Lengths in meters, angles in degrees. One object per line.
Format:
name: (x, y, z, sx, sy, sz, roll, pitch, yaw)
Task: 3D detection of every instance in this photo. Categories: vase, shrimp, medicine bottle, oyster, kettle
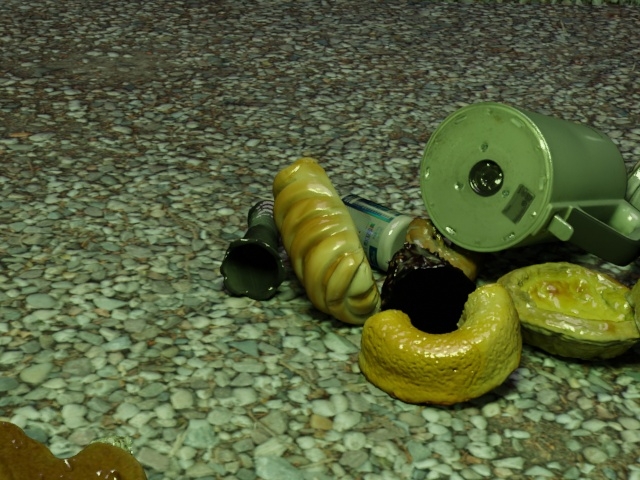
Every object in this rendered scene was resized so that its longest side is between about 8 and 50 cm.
vase: (-0.104, 0.006, 2.028, 0.116, 0.115, 0.237, 6, 22, 3)
shrimp: (0.229, 0.008, 2.059, 0.152, 0.063, 0.287, 45, 30, 5)
medicine bottle: (0.074, -0.021, 2.092, 0.192, 0.107, 0.107, 23, 32, 34)
oyster: (-0.291, 0.280, 1.500, 0.098, 0.037, 0.100, -8, 30, -9)
kettle: (0.416, -0.081, 2.061, 0.361, 0.250, 0.377, 37, 22, 29)

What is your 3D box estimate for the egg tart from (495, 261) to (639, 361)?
egg tart: (0.411, 0.119, 1.880, 0.279, 0.094, 0.279, 7, 22, -3)

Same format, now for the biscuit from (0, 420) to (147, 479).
biscuit: (-0.356, 0.340, 1.321, 0.359, 0.074, 0.381, -6, 29, -18)

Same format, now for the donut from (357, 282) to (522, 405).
donut: (0.193, 0.161, 1.715, 0.259, 0.101, 0.152, -14, 40, -8)

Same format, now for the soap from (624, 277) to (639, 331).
soap: (0.637, 0.142, 1.770, 0.315, 0.091, 0.199, 19, 26, -9)

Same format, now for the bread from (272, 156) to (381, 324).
bread: (0.000, 0.000, 1.925, 0.121, 0.172, 0.311, -24, 47, -1)

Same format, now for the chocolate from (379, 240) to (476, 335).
chocolate: (0.161, 0.061, 1.880, 0.156, 0.156, 0.133, 0, 35, -9)

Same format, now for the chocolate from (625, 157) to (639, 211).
chocolate: (0.659, -0.079, 2.269, 0.147, 0.221, 0.221, 47, 42, 16)
